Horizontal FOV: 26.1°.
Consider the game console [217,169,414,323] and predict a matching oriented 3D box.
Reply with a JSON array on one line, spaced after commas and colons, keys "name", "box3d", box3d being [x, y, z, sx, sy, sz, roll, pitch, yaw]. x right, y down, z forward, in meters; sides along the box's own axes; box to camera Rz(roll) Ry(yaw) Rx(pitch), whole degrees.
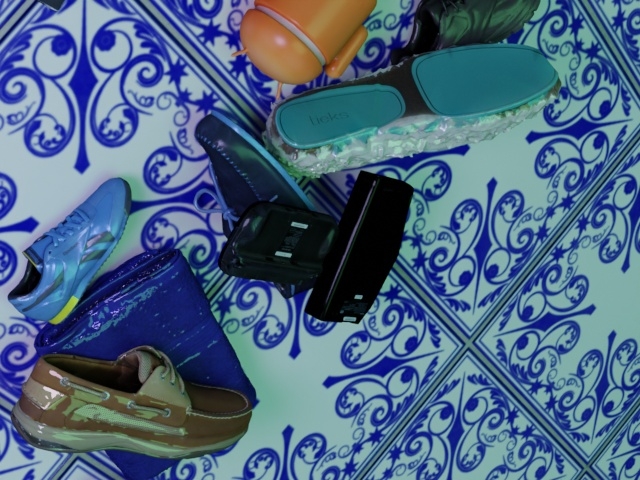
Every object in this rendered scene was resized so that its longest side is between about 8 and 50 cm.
[{"name": "game console", "box3d": [0.000, 0.000, 1.827, 0.361, 0.044, 0.213, 10, 104, -56]}]

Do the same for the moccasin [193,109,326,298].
[{"name": "moccasin", "box3d": [-0.075, -0.030, 1.844, 0.117, 0.138, 0.342, -43, 131, -6]}]

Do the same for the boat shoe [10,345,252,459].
[{"name": "boat shoe", "box3d": [-0.228, 0.202, 1.767, 0.324, 0.122, 0.120, 5, 111, -35]}]

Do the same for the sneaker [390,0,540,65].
[{"name": "sneaker", "box3d": [0.208, -0.321, 1.937, 0.130, 0.109, 0.286, 35, 87, -37]}]

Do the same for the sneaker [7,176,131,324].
[{"name": "sneaker", "box3d": [-0.313, 0.006, 1.722, 0.082, 0.069, 0.209, 32, 92, -39]}]

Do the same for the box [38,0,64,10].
[{"name": "box", "box3d": [-0.328, -0.360, 1.503, 0.156, 0.093, 0.158, 25, 97, -42]}]

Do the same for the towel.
[{"name": "towel", "box3d": [-0.233, 0.169, 1.873, 0.228, 0.076, 0.308, -33, 130, -11]}]

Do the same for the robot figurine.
[{"name": "robot figurine", "box3d": [-0.017, -0.291, 1.759, 0.219, 0.128, 0.158, -51, 160, -6]}]

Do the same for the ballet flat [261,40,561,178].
[{"name": "ballet flat", "box3d": [0.118, -0.170, 1.879, 0.409, 0.147, 0.147, -12, 122, -7]}]
